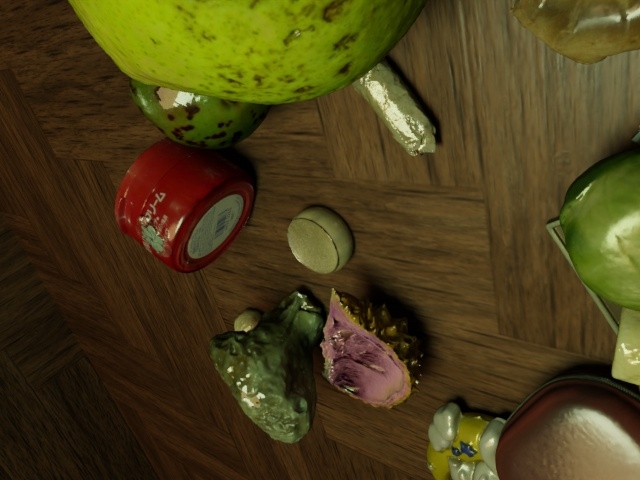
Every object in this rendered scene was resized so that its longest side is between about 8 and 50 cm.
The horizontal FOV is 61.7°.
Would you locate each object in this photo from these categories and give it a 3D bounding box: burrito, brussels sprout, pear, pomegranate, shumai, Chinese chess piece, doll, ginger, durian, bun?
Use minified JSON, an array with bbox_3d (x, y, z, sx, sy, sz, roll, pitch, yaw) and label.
[{"bbox_3d":[0.087,-0.185,0.696,0.188,0.045,0.058,50,149,-3],"label":"burrito"},{"bbox_3d":[0.323,-0.004,0.527,0.183,0.131,0.145,45,126,-14],"label":"brussels sprout"},{"bbox_3d":[-0.073,-0.303,0.510,0.391,0.391,0.391,26,136,28],"label":"pear"},{"bbox_3d":[-0.177,-0.247,0.794,0.263,0.211,0.211,44,150,49],"label":"pomegranate"},{"bbox_3d":[-0.067,0.228,1.018,0.260,0.222,0.225,55,179,34],"label":"shumai"},{"bbox_3d":[0.000,0.000,0.930,0.122,0.051,0.122,27,137,29],"label":"Chinese chess piece"},{"bbox_3d":[0.291,0.402,0.930,0.237,0.111,0.252,16,122,33],"label":"doll"},{"bbox_3d":[0.262,-0.214,0.483,0.190,0.069,0.095,6,100,43],"label":"ginger"},{"bbox_3d":[0.100,0.205,0.963,0.191,0.112,0.341,23,144,17],"label":"durian"},{"bbox_3d":[-0.162,0.217,1.250,0.115,0.069,0.115,26,135,29],"label":"bun"}]

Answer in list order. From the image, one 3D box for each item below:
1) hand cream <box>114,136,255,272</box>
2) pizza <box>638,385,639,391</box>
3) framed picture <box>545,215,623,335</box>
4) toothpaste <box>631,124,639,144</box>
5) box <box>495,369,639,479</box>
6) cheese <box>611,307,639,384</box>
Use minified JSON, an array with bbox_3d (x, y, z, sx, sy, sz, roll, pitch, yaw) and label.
[{"bbox_3d":[-0.237,-0.064,0.971,0.149,0.230,0.230,34,139,14],"label":"hand cream"},{"bbox_3d":[0.446,0.253,0.545,0.223,0.323,0.089,18,124,-12],"label":"pizza"},{"bbox_3d":[0.379,0.037,0.619,0.203,0.015,0.150,54,141,-5],"label":"framed picture"},{"bbox_3d":[0.355,-0.143,0.477,0.046,0.034,0.164,39,141,12],"label":"toothpaste"},{"bbox_3d":[0.419,0.363,0.686,0.404,0.108,0.263,46,125,26],"label":"box"},{"bbox_3d":[0.397,0.109,0.546,0.167,0.123,0.094,16,154,32],"label":"cheese"}]
